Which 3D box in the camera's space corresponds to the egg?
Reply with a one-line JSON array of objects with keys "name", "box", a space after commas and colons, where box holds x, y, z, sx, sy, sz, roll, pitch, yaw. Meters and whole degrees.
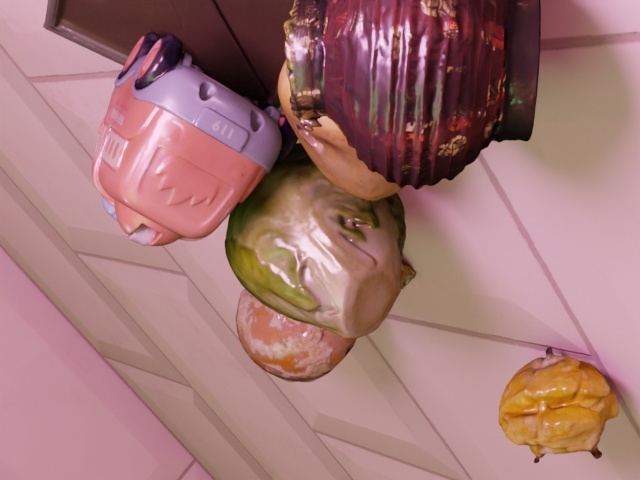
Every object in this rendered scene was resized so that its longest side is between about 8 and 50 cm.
[{"name": "egg", "box": [-0.037, 0.128, 1.701, 0.195, 0.195, 0.233, 47, 151, -14]}]

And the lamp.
[{"name": "lamp", "box": [0.083, -0.166, 0.973, 0.247, 0.247, 0.247, 32, 155, 17]}]

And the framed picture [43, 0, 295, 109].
[{"name": "framed picture", "box": [-0.153, -0.284, 1.249, 0.326, 0.028, 0.446, 25, 158, -10]}]

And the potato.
[{"name": "potato", "box": [0.034, -0.138, 1.182, 0.150, 0.146, 0.234, 10, 157, 20]}]

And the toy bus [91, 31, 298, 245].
[{"name": "toy bus", "box": [-0.169, -0.106, 1.292, 0.194, 0.232, 0.288, 27, -179, -22]}]

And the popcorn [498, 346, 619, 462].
[{"name": "popcorn", "box": [0.309, 0.220, 1.413, 0.167, 0.148, 0.152, 174, 75, -76]}]

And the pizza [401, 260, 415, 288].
[{"name": "pizza", "box": [-0.002, 0.028, 1.520, 0.271, 0.134, 0.056, 15, 107, 8]}]

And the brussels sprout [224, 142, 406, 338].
[{"name": "brussels sprout", "box": [0.000, 0.000, 1.336, 0.219, 0.210, 0.271, 21, -160, -40]}]
